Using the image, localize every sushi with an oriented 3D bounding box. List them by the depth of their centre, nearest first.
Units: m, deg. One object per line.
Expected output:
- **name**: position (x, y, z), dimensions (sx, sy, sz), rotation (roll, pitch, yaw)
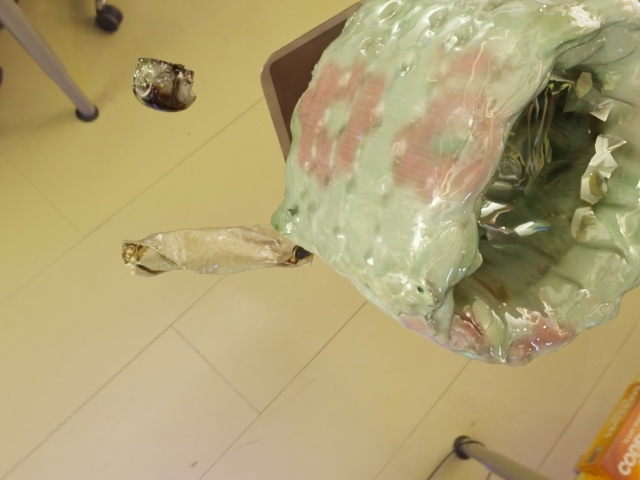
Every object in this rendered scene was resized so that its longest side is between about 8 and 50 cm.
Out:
- **sushi**: position (-0.149, -0.149, 0.697), dimensions (0.044, 0.083, 0.046), rotation (7, 95, 25)

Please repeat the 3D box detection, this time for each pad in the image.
- **pad**: position (0.018, -0.171, 0.936), dimensions (0.176, 0.266, 0.002), rotation (-35, 54, -14)

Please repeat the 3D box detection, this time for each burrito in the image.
- **burrito**: position (-0.181, 0.021, 1.372), dimensions (0.392, 0.076, 0.117), rotation (-2, 40, -24)

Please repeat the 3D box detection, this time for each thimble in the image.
- **thimble**: position (0.084, -0.041, 0.387), dimensions (0.211, 0.185, 0.149), rotation (-36, 36, -14)

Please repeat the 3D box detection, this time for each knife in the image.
- **knife**: position (0.000, 0.000, 1.349), dimensions (0.121, 0.018, 0.031), rotation (-27, 114, -6)
